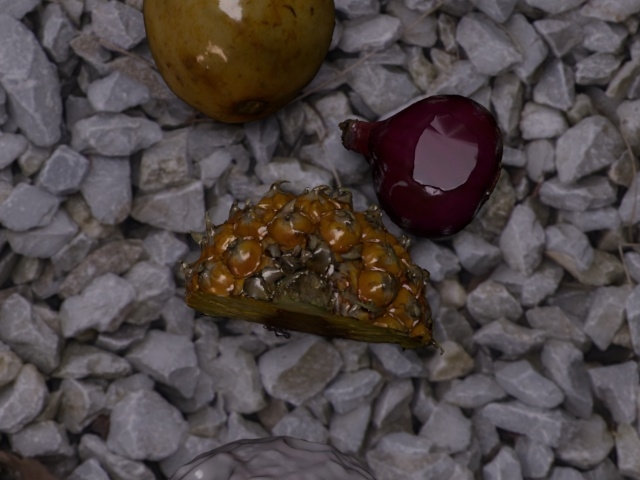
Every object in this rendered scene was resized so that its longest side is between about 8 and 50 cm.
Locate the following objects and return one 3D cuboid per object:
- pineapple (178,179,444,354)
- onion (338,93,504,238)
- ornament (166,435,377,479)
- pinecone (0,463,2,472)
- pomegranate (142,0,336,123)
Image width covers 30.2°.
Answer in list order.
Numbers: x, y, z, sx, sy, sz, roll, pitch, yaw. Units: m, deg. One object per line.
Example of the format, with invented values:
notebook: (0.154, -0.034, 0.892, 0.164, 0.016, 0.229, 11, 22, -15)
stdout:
pineapple: (0.000, -0.001, 1.423, 0.345, 0.286, 0.208, 9, 76, 4)
onion: (0.124, -0.114, 1.513, 0.218, 0.140, 0.195, 26, 75, 6)
ornament: (-0.063, 0.385, 1.309, 0.337, 0.337, 0.336, -1, 76, 3)
pinecone: (-0.488, 0.309, 1.434, 0.179, 0.150, 0.195, 38, 81, 11)
pomegranate: (-0.108, -0.286, 1.518, 0.261, 0.260, 0.260, -1, 76, 3)
